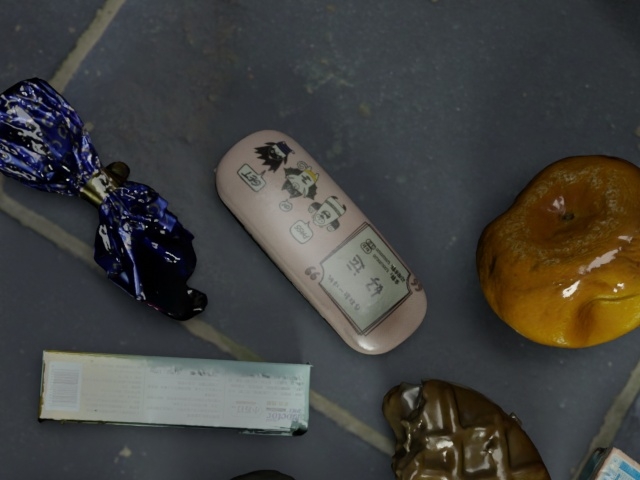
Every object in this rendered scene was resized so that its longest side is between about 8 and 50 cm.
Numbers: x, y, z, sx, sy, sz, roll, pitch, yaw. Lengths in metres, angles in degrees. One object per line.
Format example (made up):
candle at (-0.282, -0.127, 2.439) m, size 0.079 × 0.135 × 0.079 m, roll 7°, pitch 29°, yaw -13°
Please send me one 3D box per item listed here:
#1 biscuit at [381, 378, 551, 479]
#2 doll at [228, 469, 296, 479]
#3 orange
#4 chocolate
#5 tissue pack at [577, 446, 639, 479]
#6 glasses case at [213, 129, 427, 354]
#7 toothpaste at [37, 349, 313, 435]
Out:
biscuit at (0.142, 0.355, 1.651) m, size 0.268 × 0.115 × 0.366 m, roll 30°, pitch 74°, yaw -9°
doll at (-0.143, 0.451, 1.492) m, size 0.379 × 0.382 × 0.252 m, roll -11°, pitch 42°, yaw -38°
orange at (0.311, 0.015, 1.730) m, size 0.249 × 0.183 × 0.249 m, roll -17°, pitch 43°, yaw 16°
chocolate at (-0.252, -0.046, 1.686) m, size 0.343 × 0.126 × 0.148 m, roll 43°, pitch 33°, yaw -2°
tissue pack at (0.349, 0.304, 1.734) m, size 0.074 × 0.059 × 0.094 m, roll 37°, pitch 75°, yaw -2°
glasses case at (0.000, 0.000, 1.734) m, size 0.122 × 0.075 × 0.314 m, roll -40°, pitch 87°, yaw -12°
toothpaste at (-0.167, 0.177, 1.670) m, size 0.313 × 0.071 × 0.089 m, roll 4°, pitch 75°, yaw -8°
